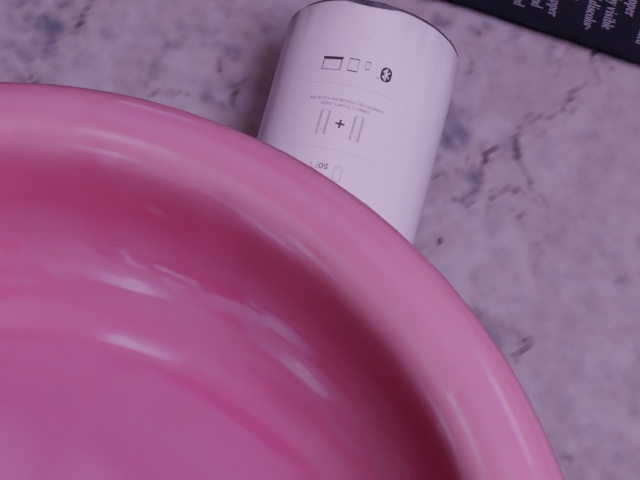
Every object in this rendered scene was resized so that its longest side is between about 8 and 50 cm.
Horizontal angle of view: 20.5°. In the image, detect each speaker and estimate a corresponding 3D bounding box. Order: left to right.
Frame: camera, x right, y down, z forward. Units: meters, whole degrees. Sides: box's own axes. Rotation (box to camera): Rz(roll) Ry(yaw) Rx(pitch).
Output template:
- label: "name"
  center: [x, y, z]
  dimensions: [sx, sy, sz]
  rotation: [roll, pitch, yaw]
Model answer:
- label: "speaker"
  center: [0.000, 0.000, 0.520]
  dimensions: [0.055, 0.055, 0.136]
  rotation: [13, 68, 6]

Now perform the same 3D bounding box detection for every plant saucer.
- label: "plant saucer"
  center: [-0.101, 0.119, 0.389]
  dimensions: [0.332, 0.084, 0.332]
  rotation: [-7, 56, 10]

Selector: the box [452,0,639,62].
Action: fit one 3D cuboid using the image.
- label: "box"
  center: [0.081, -0.156, 0.556]
  dimensions: [0.207, 0.108, 0.153]
  rotation: [18, 68, 9]
